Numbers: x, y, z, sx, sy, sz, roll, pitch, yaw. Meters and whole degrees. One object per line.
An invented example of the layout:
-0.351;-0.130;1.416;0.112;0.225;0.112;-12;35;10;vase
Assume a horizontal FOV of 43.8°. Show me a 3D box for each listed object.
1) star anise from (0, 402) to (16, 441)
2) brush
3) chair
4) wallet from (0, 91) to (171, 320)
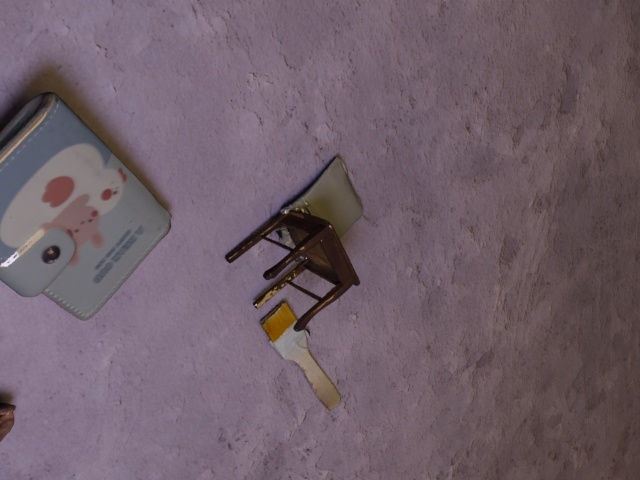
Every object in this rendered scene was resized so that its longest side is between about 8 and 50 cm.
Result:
-0.593;0.273;1.150;0.315;0.108;0.315;-12;111;-35;star anise
-0.032;0.258;1.689;0.085;0.020;0.336;-45;130;-20;brush
0.000;0.000;1.514;0.319;0.186;0.160;-40;123;-20;chair
-0.387;-0.031;1.197;0.252;0.083;0.360;-49;146;-11;wallet
